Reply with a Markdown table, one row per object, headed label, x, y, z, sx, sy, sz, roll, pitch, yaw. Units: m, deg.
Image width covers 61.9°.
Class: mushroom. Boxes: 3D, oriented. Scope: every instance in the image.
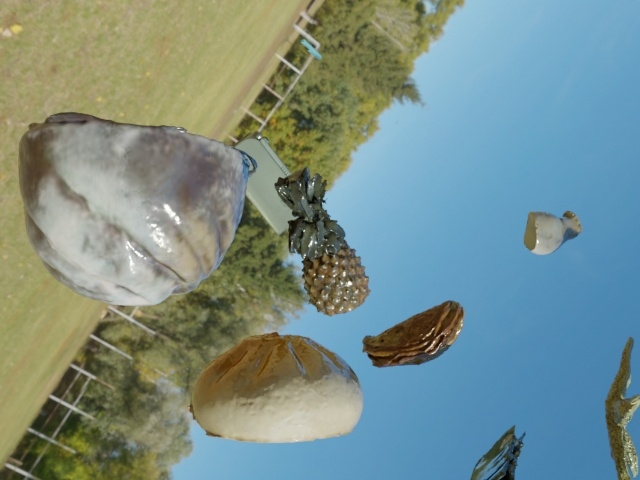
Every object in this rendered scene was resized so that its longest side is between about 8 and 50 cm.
| label | x | y | z | sx | sy | sz | roll | pitch | yaw |
| --- | --- | --- | --- | --- | --- | --- | --- | --- | --- |
| mushroom | 0.617 | -0.021 | 1.409 | 0.093 | 0.225 | 0.116 | 8 | -82 | 61 |

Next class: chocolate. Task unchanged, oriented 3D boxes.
| label | x | y | z | sx | sy | sz | roll | pitch | yaw |
| --- | --- | --- | --- | --- | --- | --- | --- | --- | --- |
| chocolate | -0.241 | -0.020 | 0.707 | 0.303 | 0.303 | 0.213 | 167 | -71 | -70 |

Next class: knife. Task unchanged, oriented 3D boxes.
| label | x | y | z | sx | sy | sz | roll | pitch | yaw |
| --- | --- | --- | --- | --- | --- | --- | --- | --- | --- |
| knife | -0.017 | -0.353 | 0.989 | 0.091 | 0.014 | 0.005 | 5 | 80 | -68 |

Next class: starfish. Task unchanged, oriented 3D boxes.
| label | x | y | z | sx | sy | sz | roll | pitch | yaw |
| --- | --- | --- | --- | --- | --- | --- | --- | --- | --- |
| starfish | 0.744 | 0.432 | 1.312 | 0.078 | 0.348 | 0.357 | -5 | -173 | 28 |

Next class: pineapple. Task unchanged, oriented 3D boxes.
| label | x | y | z | sx | sy | sz | roll | pitch | yaw |
| --- | --- | --- | --- | --- | --- | --- | --- | --- | --- |
| pineapple | 0.000 | 0.000 | 0.558 | 0.074 | 0.160 | 0.074 | -19 | -156 | 9 |

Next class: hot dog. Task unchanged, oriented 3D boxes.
| label | x | y | z | sx | sy | sz | roll | pitch | yaw |
| --- | --- | --- | --- | --- | --- | --- | --- | --- | --- |
| hot dog | 0.232 | 0.236 | 1.262 | 0.259 | 0.175 | 0.114 | -28 | -112 | 26 |

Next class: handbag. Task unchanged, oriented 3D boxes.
| label | x | y | z | sx | sy | sz | roll | pitch | yaw |
| --- | --- | --- | --- | --- | --- | --- | --- | --- | --- |
| handbag | 0.366 | 0.481 | 1.113 | 0.221 | 0.057 | 0.144 | -13 | 136 | -61 |

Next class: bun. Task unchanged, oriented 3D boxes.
| label | x | y | z | sx | sy | sz | roll | pitch | yaw |
| --- | --- | --- | --- | --- | --- | --- | --- | --- | --- |
| bun | -0.076 | 0.241 | 0.923 | 0.299 | 0.298 | 0.165 | 155 | -64 | -64 |

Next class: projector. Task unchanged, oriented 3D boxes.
| label | x | y | z | sx | sy | sz | roll | pitch | yaw |
| --- | --- | --- | --- | --- | --- | --- | --- | --- | --- |
| projector | -0.113 | -0.137 | 1.168 | 0.108 | 0.198 | 0.250 | -38 | -169 | 4 |
